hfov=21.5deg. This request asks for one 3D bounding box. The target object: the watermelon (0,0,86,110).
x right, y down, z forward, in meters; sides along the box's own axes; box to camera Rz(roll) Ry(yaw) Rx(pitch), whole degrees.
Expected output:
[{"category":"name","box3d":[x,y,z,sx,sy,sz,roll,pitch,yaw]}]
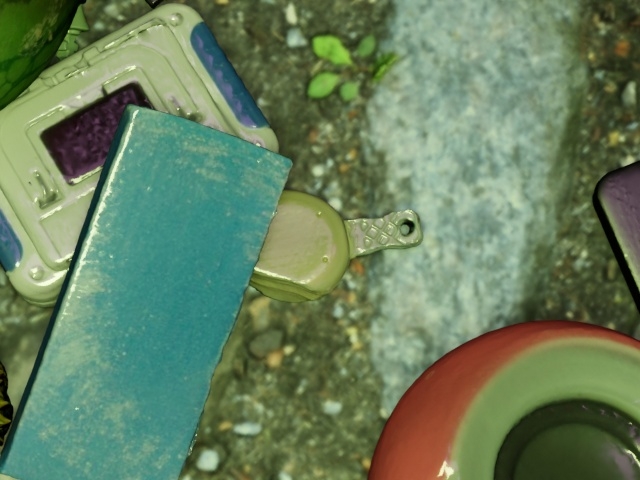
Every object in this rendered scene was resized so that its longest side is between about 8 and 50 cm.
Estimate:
[{"category":"watermelon","box3d":[-0.356,-0.223,1.296,0.363,0.363,0.363,1,78,-4]}]

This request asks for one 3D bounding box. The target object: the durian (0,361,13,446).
[{"category":"durian","box3d":[-0.307,0.101,1.317,0.138,0.193,0.237,27,100,-24]}]

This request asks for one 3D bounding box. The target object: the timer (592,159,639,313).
[{"category":"timer","box3d":[0.341,-0.016,1.447,0.187,0.055,0.144,-20,78,-4]}]

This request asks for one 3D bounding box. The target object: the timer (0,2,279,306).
[{"category":"timer","box3d":[-0.176,-0.075,1.409,0.253,0.078,0.178,-31,81,-9]}]

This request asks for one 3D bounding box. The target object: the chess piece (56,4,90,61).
[{"category":"chess piece","box3d":[-0.216,-0.224,1.448,0.059,0.059,0.149,3,94,-3]}]

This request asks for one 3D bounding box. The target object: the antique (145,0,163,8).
[{"category":"antique","box3d":[-0.198,-0.281,1.483,0.031,0.015,0.192,-41,83,-11]}]

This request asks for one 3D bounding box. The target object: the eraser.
[{"category":"eraser","box3d":[-0.139,0.056,1.347,0.144,0.042,0.312,19,93,-16]}]

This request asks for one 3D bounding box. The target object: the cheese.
[{"category":"cheese","box3d":[-0.001,0.007,1.418,0.171,0.047,0.092,10,78,-2]}]

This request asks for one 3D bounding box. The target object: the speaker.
[{"category":"speaker","box3d":[0.175,0.200,1.276,0.294,0.294,0.294,1,78,-4]}]
